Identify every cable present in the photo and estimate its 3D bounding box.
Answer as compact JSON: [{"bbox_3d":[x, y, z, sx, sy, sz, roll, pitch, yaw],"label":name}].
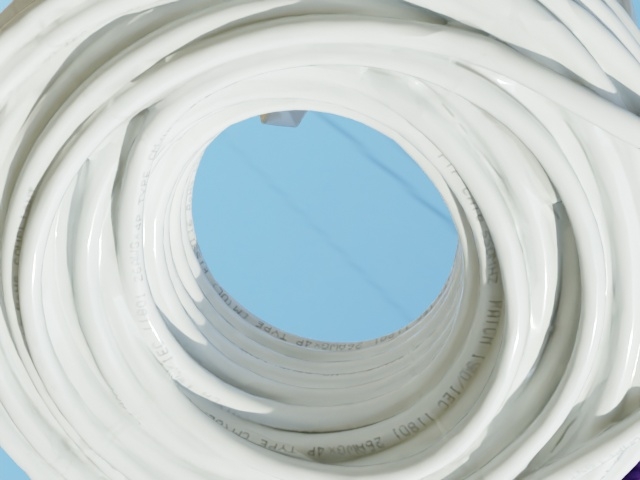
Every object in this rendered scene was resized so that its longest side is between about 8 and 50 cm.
[{"bbox_3d":[0.000,0.000,0.657,0.257,0.257,0.089,-44,-168,23],"label":"cable"}]

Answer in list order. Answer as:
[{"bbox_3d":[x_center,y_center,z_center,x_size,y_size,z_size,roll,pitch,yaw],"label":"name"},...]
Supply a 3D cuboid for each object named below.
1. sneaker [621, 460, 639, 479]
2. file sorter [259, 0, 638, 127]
[{"bbox_3d":[0.088,0.125,0.915,0.161,0.282,0.102,-6,-105,23],"label":"sneaker"},{"bbox_3d":[0.088,-0.197,0.876,0.278,0.173,0.193,125,-35,-47],"label":"file sorter"}]
